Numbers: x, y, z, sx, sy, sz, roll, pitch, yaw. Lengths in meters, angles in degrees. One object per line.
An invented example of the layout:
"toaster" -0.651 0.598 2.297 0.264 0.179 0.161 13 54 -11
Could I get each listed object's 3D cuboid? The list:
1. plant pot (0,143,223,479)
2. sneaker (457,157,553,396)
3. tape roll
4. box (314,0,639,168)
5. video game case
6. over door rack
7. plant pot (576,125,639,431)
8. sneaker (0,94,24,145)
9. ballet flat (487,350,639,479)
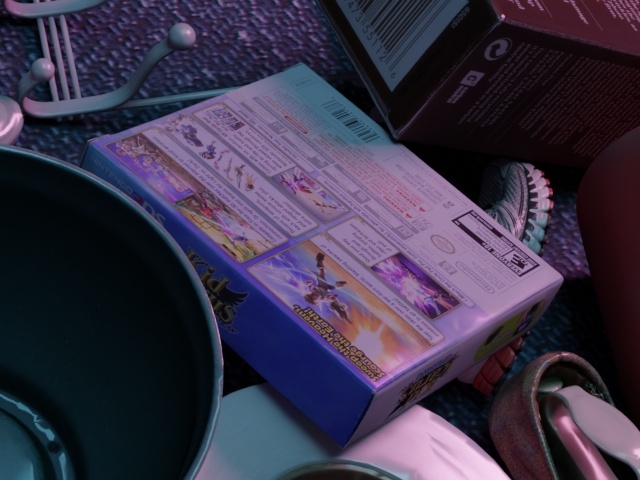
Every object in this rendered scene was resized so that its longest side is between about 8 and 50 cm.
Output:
"plant pot" -0.218 0.114 1.124 0.293 0.196 0.293 6 58 -10
"sneaker" 0.123 0.012 1.463 0.092 0.088 0.225 21 45 -4
"tape roll" 0.007 0.230 1.212 0.286 0.100 0.286 13 48 -15
"box" 0.181 -0.174 1.541 0.381 0.143 0.191 5 47 -44
"video game case" 0.000 0.000 1.323 0.269 0.061 0.244 41 36 19
"over door rack" -0.097 -0.215 1.528 0.324 0.108 0.239 -2 53 -19
"plant pot" 0.335 0.064 1.413 0.275 0.275 0.243 10 56 -16
"sneaker" -0.299 -0.089 1.362 0.190 0.083 0.071 -10 55 -33
"ballet flat" 0.215 0.208 1.292 0.107 0.106 0.316 -15 58 -33
